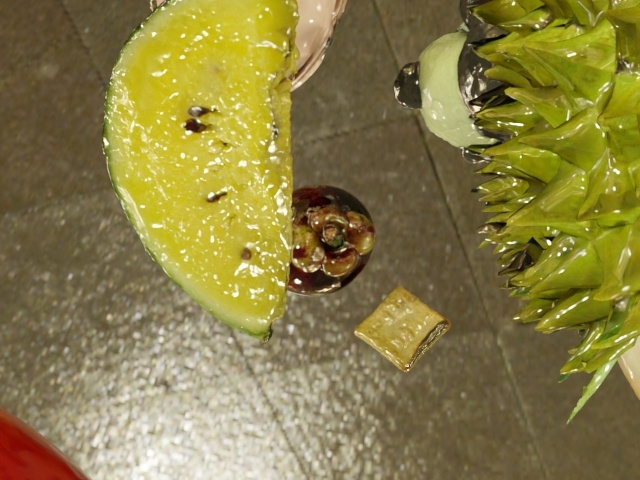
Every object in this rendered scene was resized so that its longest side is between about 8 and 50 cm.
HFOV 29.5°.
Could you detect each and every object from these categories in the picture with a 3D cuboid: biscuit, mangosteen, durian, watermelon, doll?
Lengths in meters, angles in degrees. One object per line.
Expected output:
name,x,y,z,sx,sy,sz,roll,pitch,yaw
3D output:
biscuit,0.093,0.100,1.383,0.081,0.083,0.018,35,155,23
mangosteen,0.000,0.000,1.312,0.140,0.140,0.140,4,126,5
durian,0.161,-0.115,0.424,0.169,0.352,0.158,42,161,-29
watermelon,-0.066,-0.064,0.811,0.129,0.123,0.301,37,141,35
doll,0.182,-0.147,1.046,0.234,0.135,0.143,1,144,40

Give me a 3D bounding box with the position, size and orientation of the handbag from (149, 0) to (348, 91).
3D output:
handbag,-0.058,-0.230,1.002,0.116,0.205,0.179,16,174,-35

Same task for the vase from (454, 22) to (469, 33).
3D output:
vase,0.255,-0.239,1.674,0.167,0.059,0.059,52,128,23

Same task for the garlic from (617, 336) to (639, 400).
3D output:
garlic,0.220,0.027,0.751,0.090,0.198,0.128,-15,122,16

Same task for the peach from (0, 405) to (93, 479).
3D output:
peach,-0.209,0.233,0.410,0.388,0.388,0.388,4,126,5
